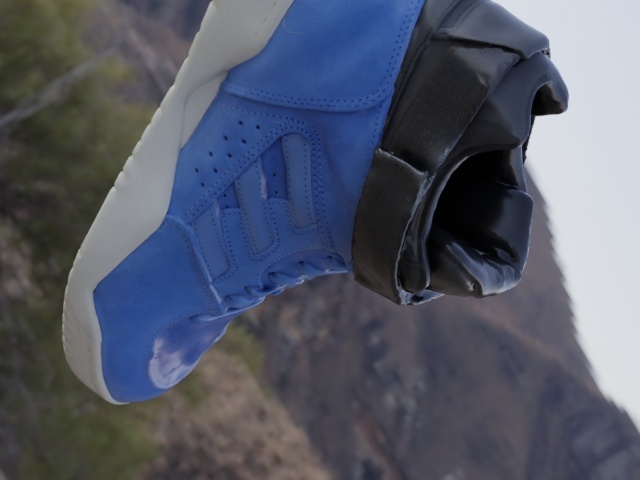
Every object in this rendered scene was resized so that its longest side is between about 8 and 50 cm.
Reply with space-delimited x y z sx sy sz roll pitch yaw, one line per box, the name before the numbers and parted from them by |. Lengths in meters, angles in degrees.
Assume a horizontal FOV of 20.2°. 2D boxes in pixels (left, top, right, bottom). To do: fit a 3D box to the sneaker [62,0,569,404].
sneaker | 0.000 0.000 0.415 0.084 0.152 0.058 38 32 14
